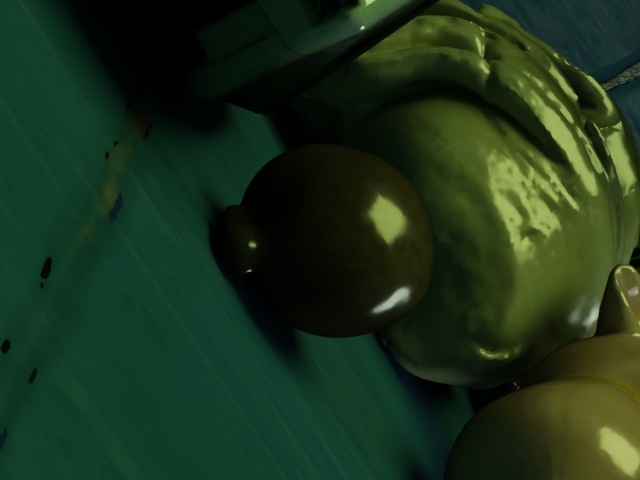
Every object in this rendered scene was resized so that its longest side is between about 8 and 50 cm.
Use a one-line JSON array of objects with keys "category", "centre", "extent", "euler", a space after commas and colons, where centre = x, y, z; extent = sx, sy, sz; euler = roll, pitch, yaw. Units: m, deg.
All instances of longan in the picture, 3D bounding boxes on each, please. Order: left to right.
[{"category": "longan", "centre": [0.000, 0.000, 0.955], "extent": [0.119, 0.106, 0.106], "euler": [-1, 51, -28]}]

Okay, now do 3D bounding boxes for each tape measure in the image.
[{"category": "tape measure", "centre": [0.012, -0.181, 1.018], "extent": [0.259, 0.262, 0.138], "euler": [-35, 92, -35]}]

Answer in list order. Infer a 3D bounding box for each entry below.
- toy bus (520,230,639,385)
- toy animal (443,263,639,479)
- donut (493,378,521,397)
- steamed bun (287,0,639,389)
[{"category": "toy bus", "centre": [0.221, 0.120, 1.339], "extent": [0.128, 0.150, 0.262], "euler": [50, 33, -32]}, {"category": "toy animal", "centre": [0.157, 0.141, 1.103], "extent": [0.149, 0.165, 0.248], "euler": [44, 26, 3]}, {"category": "donut", "centre": [0.152, 0.044, 1.522], "extent": [0.233, 0.085, 0.199], "euler": [37, 27, -60]}, {"category": "steamed bun", "centre": [0.115, -0.047, 1.289], "extent": [0.275, 0.206, 0.320], "euler": [44, 23, -60]}]
